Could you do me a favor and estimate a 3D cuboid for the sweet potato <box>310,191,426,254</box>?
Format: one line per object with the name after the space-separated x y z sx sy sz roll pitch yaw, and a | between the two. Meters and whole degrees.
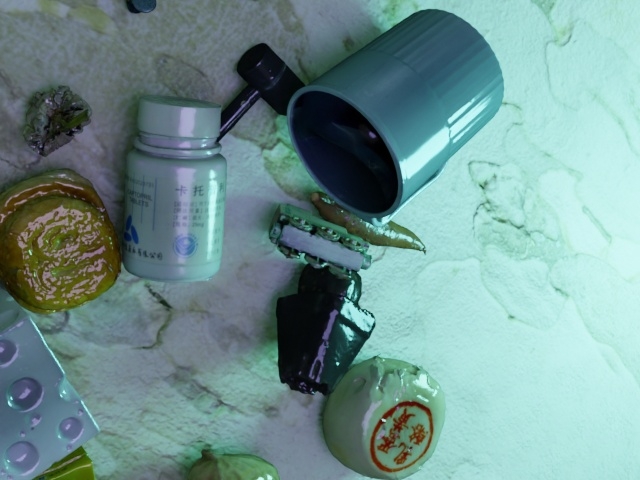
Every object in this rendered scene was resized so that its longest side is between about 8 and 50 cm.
0.086 -0.026 2.128 0.314 0.066 0.072 27 97 -36 | sweet potato

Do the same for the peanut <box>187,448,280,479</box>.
-0.134 0.502 2.113 0.159 0.143 0.291 -30 120 -8 | peanut

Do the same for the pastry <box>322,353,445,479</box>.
0.131 0.354 2.231 0.264 0.133 0.265 -8 105 -30 | pastry

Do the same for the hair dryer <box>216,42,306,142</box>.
-0.132 -0.226 1.947 0.219 0.071 0.124 -46 122 -3 | hair dryer

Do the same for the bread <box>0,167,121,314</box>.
-0.429 0.009 1.809 0.198 0.120 0.236 -24 114 -18 | bread

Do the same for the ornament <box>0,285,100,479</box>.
-0.532 0.238 1.748 0.239 0.240 0.239 -33 119 -18 | ornament

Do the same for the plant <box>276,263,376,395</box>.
0.005 0.155 2.066 0.142 0.164 0.256 33 64 -40 | plant

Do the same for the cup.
0.154 -0.203 1.968 0.311 0.256 0.331 -41 117 -29 | cup

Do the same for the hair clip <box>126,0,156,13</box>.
-0.320 -0.472 1.774 0.039 0.070 0.230 -25 108 -18 | hair clip

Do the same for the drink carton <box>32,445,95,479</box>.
-0.449 0.543 1.963 0.154 0.111 0.351 -18 113 -24 | drink carton

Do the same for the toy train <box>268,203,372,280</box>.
0.000 0.000 2.022 0.194 0.125 0.081 20 110 -12 | toy train

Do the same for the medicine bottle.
-0.241 -0.087 1.861 0.170 0.170 0.293 -2 105 -29 | medicine bottle

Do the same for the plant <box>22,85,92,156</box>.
-0.405 -0.184 1.771 0.104 0.122 0.117 26 84 -44 | plant
